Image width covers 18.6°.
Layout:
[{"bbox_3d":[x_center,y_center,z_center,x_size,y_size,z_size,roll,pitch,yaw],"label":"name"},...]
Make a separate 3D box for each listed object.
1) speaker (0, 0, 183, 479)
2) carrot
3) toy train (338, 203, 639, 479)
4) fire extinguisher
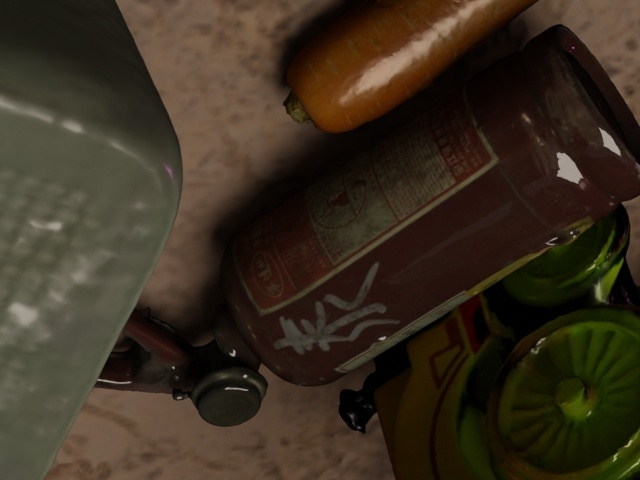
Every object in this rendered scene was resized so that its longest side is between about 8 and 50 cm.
[{"bbox_3d":[-0.206,0.063,0.661,0.183,0.184,0.406,15,114,-33],"label":"speaker"},{"bbox_3d":[0.090,-0.119,0.771,0.248,0.043,0.043,-35,130,-3],"label":"carrot"},{"bbox_3d":[0.091,0.101,0.770,0.161,0.296,0.100,-29,130,16],"label":"toy train"},{"bbox_3d":[0.002,-0.002,0.785,0.252,0.075,0.106,-32,111,19],"label":"fire extinguisher"}]
